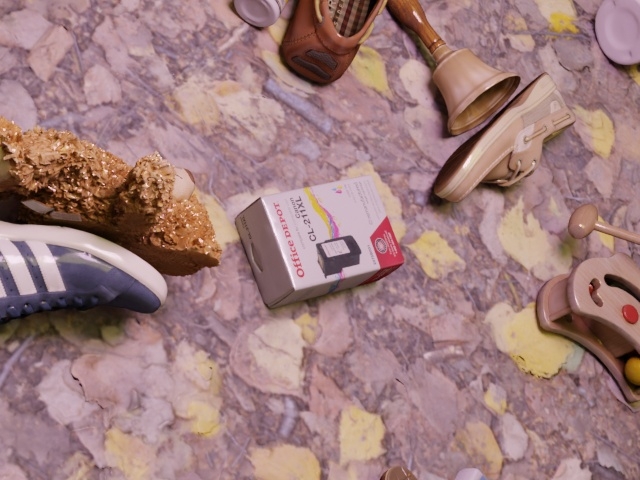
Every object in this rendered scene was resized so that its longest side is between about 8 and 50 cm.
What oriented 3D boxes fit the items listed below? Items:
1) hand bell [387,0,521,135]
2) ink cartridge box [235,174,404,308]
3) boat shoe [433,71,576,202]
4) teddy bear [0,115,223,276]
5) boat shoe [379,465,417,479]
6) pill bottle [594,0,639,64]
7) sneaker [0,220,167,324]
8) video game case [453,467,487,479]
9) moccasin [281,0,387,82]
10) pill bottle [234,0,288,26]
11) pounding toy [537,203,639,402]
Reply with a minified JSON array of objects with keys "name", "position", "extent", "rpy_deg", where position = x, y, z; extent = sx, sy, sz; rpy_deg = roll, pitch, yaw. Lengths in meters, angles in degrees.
[{"name":"hand bell","position":[0.160,-0.280,1.839],"extent":[0.126,0.126,0.242],"rpy_deg":[-26,72,-36]},{"name":"ink cartridge box","position":[0.000,0.000,1.621],"extent":[0.175,0.072,0.127],"rpy_deg":[-13,77,-35]},{"name":"boat shoe","position":[0.268,-0.129,1.821],"extent":[0.098,0.109,0.302],"rpy_deg":[49,48,-2]},{"name":"teddy bear","position":[-0.255,-0.063,1.397],"extent":[0.338,0.245,0.113],"rpy_deg":[15,69,-19]},{"name":"boat shoe","position":[0.101,0.357,1.532],"extent":[0.064,0.060,0.178],"rpy_deg":[-7,76,-41]},{"name":"pill bottle","position":[0.550,-0.355,2.078],"extent":[0.208,0.119,0.119],"rpy_deg":[-18,80,-35]},{"name":"sneaker","position":[-0.338,0.055,1.371],"extent":[0.350,0.131,0.148],"rpy_deg":[16,69,-18]},{"name":"video game case","position":[0.175,0.484,1.491],"extent":[0.300,0.036,0.329],"rpy_deg":[54,52,-21]},{"name":"moccasin","position":[0.048,-0.396,1.776],"extent":[0.139,0.147,0.380],"rpy_deg":[32,56,-15]},{"name":"pill bottle","position":[-0.065,-0.346,1.738],"extent":[0.065,0.065,0.116],"rpy_deg":[36,55,-13]},{"name":"pounding toy","position":[0.410,0.085,1.779],"extent":[0.154,0.155,0.269],"rpy_deg":[-36,90,-41]}]
